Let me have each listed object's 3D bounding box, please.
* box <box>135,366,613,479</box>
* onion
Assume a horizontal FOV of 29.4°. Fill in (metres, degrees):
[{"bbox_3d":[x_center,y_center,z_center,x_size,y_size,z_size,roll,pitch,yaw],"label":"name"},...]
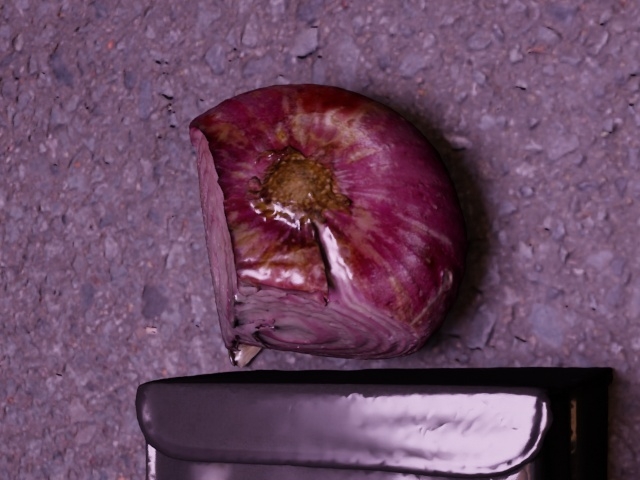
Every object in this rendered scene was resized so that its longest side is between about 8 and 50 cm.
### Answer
[{"bbox_3d":[0.057,0.214,1.034,0.345,0.251,0.204,-2,87,24],"label":"box"},{"bbox_3d":[0.009,-0.016,1.087,0.230,0.272,0.256,-10,90,-3],"label":"onion"}]
